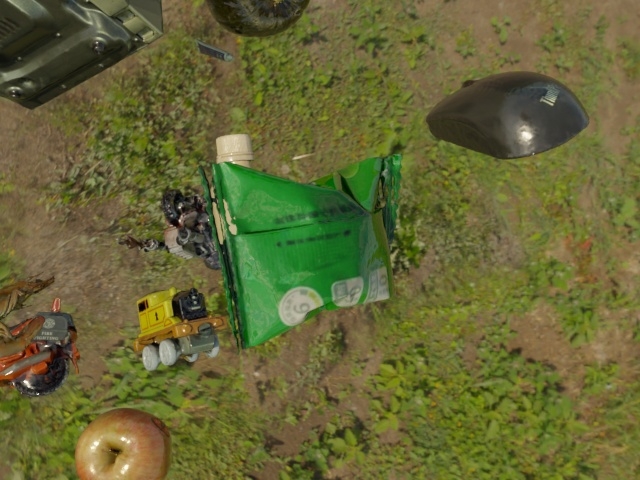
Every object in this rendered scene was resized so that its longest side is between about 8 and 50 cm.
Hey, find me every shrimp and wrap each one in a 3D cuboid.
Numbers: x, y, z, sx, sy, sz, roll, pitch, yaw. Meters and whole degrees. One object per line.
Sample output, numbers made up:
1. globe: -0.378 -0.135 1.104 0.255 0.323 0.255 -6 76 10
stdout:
1. shrimp: -0.441 0.107 0.848 0.095 0.045 0.162 38 47 13

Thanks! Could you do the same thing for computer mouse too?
1. computer mouse: 0.294 -0.217 0.949 0.170 0.269 0.100 -25 116 -14

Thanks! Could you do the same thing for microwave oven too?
1. microwave oven: -0.393 -0.338 0.661 0.355 0.286 0.218 34 41 -58

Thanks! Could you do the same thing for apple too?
1. apple: -0.434 0.476 1.317 0.210 0.164 0.209 -2 76 7

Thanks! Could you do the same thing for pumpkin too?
1. pumpkin: -0.113 -0.486 1.093 0.224 0.223 0.157 -16 51 -31

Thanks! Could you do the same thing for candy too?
1. candy: 0.002 -0.002 0.485 0.203 0.078 0.141 -13 85 -39

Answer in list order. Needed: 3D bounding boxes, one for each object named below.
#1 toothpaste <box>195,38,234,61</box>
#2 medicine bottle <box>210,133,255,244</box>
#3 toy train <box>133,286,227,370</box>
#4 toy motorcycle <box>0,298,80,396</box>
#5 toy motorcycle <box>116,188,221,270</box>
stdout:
1. toothpaste: -0.251 -0.447 1.391 0.021 0.140 0.037 -38 140 -28
2. medicine bottle: -0.151 -0.075 1.121 0.114 0.114 0.252 -10 94 -31
3. toy train: -0.231 0.135 0.936 0.089 0.219 0.127 -6 79 -39
4. toy motorcycle: -0.592 0.170 1.030 0.326 0.147 0.221 4 56 -17
5. toy motorcycle: -0.321 -0.022 1.420 0.401 0.134 0.207 -1 80 -71
